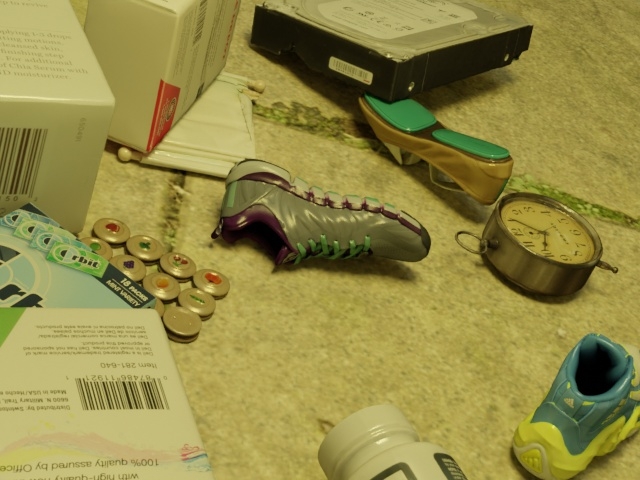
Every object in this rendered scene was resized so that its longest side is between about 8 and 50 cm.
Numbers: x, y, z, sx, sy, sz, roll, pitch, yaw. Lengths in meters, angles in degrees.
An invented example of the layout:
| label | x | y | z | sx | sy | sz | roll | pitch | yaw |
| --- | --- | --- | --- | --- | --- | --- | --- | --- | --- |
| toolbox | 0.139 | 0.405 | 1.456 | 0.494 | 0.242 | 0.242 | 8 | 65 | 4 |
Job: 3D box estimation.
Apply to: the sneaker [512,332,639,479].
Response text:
| label | x | y | z | sx | sy | sz | roll | pitch | yaw |
| --- | --- | --- | --- | --- | --- | --- | --- | --- | --- |
| sneaker | 0.276 | 0.135 | 1.117 | 0.091 | 0.126 | 0.240 | 36 | 37 | 17 |

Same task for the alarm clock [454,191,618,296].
| label | x | y | z | sx | sy | sz | roll | pitch | yaw |
| --- | --- | --- | --- | --- | --- | --- | --- | --- | --- |
| alarm clock | 0.230 | 0.006 | 1.316 | 0.192 | 0.064 | 0.129 | 3 | 39 | -29 |

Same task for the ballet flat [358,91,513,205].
| label | x | y | z | sx | sy | sz | roll | pitch | yaw |
| --- | --- | --- | --- | --- | --- | --- | --- | --- | --- |
| ballet flat | 0.126 | -0.109 | 1.401 | 0.080 | 0.073 | 0.232 | -16 | 37 | -39 |

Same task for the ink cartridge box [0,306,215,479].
| label | x | y | z | sx | sy | sz | roll | pitch | yaw |
| --- | --- | --- | --- | --- | --- | --- | --- | --- | --- |
| ink cartridge box | -0.176 | 0.175 | 0.740 | 0.201 | 0.117 | 0.278 | 2 | 39 | -27 |

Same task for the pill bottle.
| label | x | y | z | sx | sy | sz | roll | pitch | yaw |
| --- | --- | --- | --- | --- | --- | --- | --- | --- | --- |
| pill bottle | 0.073 | 0.219 | 0.908 | 0.108 | 0.108 | 0.180 | -3 | 43 | -33 |

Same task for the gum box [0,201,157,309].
| label | x | y | z | sx | sy | sz | roll | pitch | yaw |
| --- | --- | --- | --- | --- | --- | --- | --- | --- | --- |
| gum box | -0.256 | 0.058 | 0.984 | 0.157 | 0.041 | 0.184 | 35 | 40 | 17 |

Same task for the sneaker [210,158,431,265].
| label | x | y | z | sx | sy | sz | roll | pitch | yaw |
| --- | --- | --- | --- | --- | --- | --- | --- | --- | --- |
| sneaker | 0.000 | 0.000 | 1.207 | 0.223 | 0.083 | 0.098 | 19 | 59 | -4 |

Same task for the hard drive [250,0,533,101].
| label | x | y | z | sx | sy | sz | roll | pitch | yaw |
| --- | --- | --- | --- | --- | --- | --- | --- | --- | --- |
| hard drive | 0.103 | -0.280 | 1.577 | 0.237 | 0.064 | 0.339 | 28 | 31 | 31 |

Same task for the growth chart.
| label | x | y | z | sx | sy | sz | roll | pitch | yaw |
| --- | --- | --- | --- | --- | --- | --- | --- | --- | --- |
| growth chart | -0.147 | -0.144 | 1.340 | 0.171 | 0.021 | 0.237 | 14 | 36 | -11 |

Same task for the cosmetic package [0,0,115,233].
| label | x | y | z | sx | sy | sz | roll | pitch | yaw |
| --- | --- | --- | --- | --- | --- | --- | --- | --- | --- |
| cosmetic package | -0.383 | -0.207 | 1.167 | 0.230 | 0.162 | 0.453 | 0 | 41 | -29 |

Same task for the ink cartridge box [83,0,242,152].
| label | x | y | z | sx | sy | sz | roll | pitch | yaw |
| --- | --- | --- | --- | --- | --- | --- | --- | --- | --- |
| ink cartridge box | -0.168 | -0.232 | 1.278 | 0.100 | 0.172 | 0.237 | 22 | 36 | 5 |

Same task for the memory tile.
| label | x | y | z | sx | sy | sz | roll | pitch | yaw |
| --- | --- | --- | --- | --- | --- | --- | --- | --- | --- |
| memory tile | -0.164 | 0.034 | 1.101 | 0.148 | 0.012 | 0.113 | 27 | 35 | 5 |
